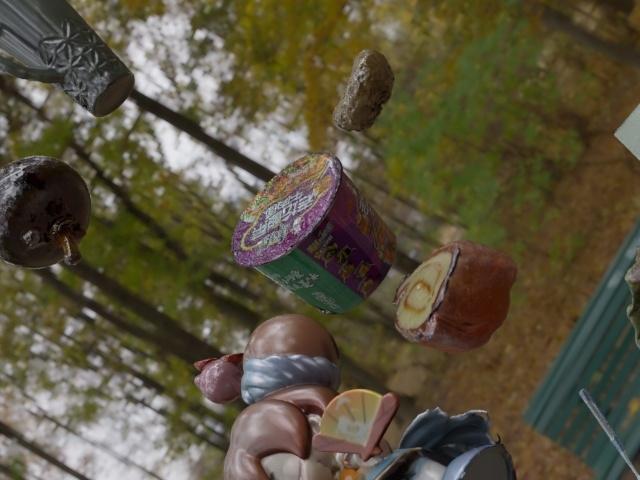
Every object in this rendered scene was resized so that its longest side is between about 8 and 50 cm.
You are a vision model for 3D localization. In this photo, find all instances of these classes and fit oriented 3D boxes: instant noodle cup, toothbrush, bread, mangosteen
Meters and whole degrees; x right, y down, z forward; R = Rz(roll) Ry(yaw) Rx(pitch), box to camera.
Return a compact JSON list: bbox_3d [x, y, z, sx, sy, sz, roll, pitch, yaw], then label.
[{"bbox_3d":[0.000,0.000,2.198,0.251,0.190,0.251,-33,32,24],"label":"instant noodle cup"},{"bbox_3d":[0.538,0.363,2.301,0.019,0.219,0.016,-20,-23,-34],"label":"toothbrush"},{"bbox_3d":[0.061,-0.195,1.672,0.082,0.060,0.113,-141,75,-81],"label":"bread"},{"bbox_3d":[0.209,0.090,2.013,0.190,0.123,0.244,-64,13,-6],"label":"bread"},{"bbox_3d":[-0.541,-0.039,2.474,0.235,0.261,0.235,-33,-38,-31],"label":"mangosteen"}]

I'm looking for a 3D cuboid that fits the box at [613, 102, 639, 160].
[{"bbox_3d":[0.554,-0.097,1.729,0.117,0.225,0.225,-53,21,15],"label":"box"}]

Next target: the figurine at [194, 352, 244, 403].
[{"bbox_3d":[-0.150,0.209,1.890,0.067,0.083,0.071,6,-106,-69],"label":"figurine"}]

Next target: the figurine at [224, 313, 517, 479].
[{"bbox_3d":[0.043,0.267,1.559,0.248,0.388,0.276,-32,-56,-47],"label":"figurine"}]

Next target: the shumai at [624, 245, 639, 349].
[{"bbox_3d":[0.542,0.067,1.697,0.261,0.225,0.222,-29,-53,-37],"label":"shumai"}]

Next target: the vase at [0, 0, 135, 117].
[{"bbox_3d":[-0.476,-0.345,2.249,0.251,0.301,0.156,-37,-16,-44],"label":"vase"}]
